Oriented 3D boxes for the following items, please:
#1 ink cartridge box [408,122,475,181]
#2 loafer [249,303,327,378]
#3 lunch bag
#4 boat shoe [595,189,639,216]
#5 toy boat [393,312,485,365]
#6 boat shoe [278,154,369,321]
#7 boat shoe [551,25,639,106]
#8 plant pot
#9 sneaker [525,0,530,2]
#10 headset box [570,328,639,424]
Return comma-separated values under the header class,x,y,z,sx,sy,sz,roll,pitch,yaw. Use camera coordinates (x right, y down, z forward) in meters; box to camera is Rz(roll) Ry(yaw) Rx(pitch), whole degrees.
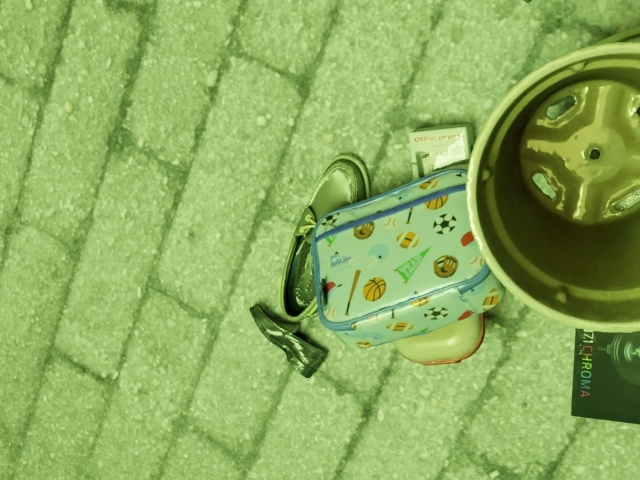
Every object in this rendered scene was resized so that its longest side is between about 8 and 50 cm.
class,x,y,z,sx,sy,sz,roll,pitch,yaw
ink cartridge box,0.203,-0.118,1.394,0.099,0.056,0.135,-4,101,22
loafer,-0.060,0.173,1.570,0.061,0.062,0.170,-45,88,2
lunch bag,0.123,0.024,1.316,0.303,0.115,0.243,-18,54,21
boat shoe,0.407,-0.044,1.315,0.277,0.098,0.096,-35,88,15
toy boat,0.205,0.097,1.401,0.151,0.151,0.231,-9,67,27
boat shoe,0.004,0.002,1.479,0.109,0.091,0.305,23,109,15
boat shoe,0.464,-0.254,1.230,0.302,0.113,0.103,-23,88,23
plant pot,0.366,-0.092,1.099,0.334,0.305,0.334,4,106,13
sneaker,0.313,-0.481,1.250,0.130,0.087,0.227,31,117,5
headset box,0.533,0.150,1.288,0.283,0.131,0.246,5,105,20
